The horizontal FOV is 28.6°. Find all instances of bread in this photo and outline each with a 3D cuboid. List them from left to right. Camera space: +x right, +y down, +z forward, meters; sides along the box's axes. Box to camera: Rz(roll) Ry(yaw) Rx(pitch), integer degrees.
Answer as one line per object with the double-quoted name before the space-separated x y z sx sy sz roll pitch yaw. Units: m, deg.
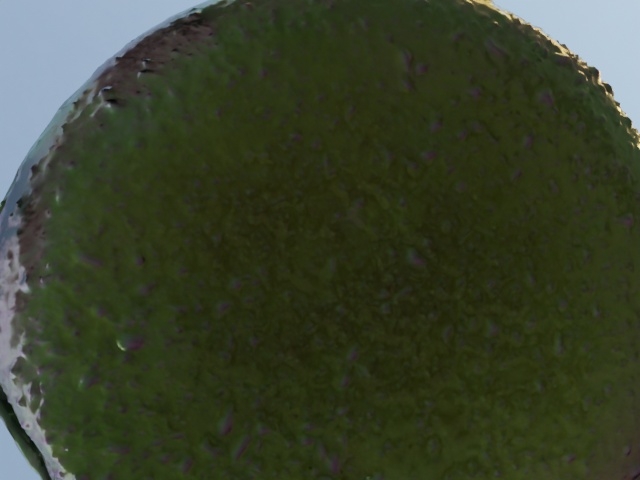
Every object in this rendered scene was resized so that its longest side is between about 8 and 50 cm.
"bread" 0.014 0.029 0.383 0.229 0.033 0.228 -1 -87 -15
